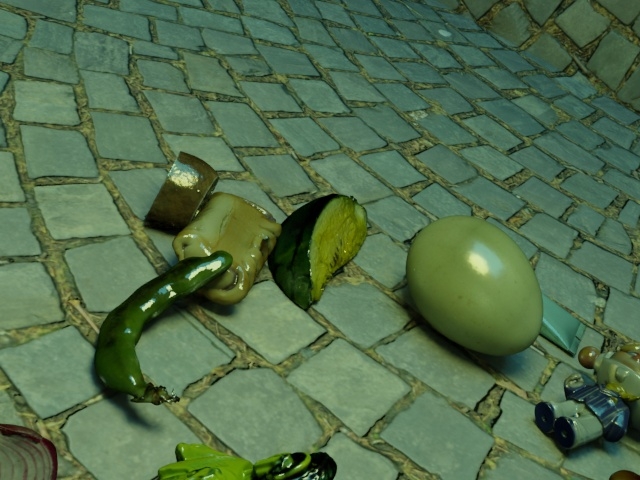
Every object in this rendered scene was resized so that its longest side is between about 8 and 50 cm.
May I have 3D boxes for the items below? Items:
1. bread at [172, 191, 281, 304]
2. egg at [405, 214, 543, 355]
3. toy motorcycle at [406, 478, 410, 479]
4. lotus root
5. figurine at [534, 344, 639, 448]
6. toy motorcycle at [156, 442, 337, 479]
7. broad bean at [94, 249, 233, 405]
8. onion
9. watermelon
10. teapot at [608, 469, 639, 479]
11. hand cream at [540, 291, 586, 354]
[{"bbox_3d":[-0.144,0.010,1.403,0.134,0.081,0.225,35,34,-3],"label":"bread"},{"bbox_3d":[0.247,0.073,1.467,0.188,0.188,0.254,-18,57,-47],"label":"egg"},{"bbox_3d":[0.084,0.346,1.083,0.100,0.058,0.173,15,34,-3],"label":"toy motorcycle"},{"bbox_3d":[-0.220,-0.075,1.451,0.081,0.122,0.112,29,7,-3],"label":"lotus root"},{"bbox_3d":[0.463,0.251,1.413,0.194,0.133,0.274,15,30,33],"label":"figurine"},{"bbox_3d":[-0.149,0.297,0.902,0.342,0.206,0.142,-29,90,-41],"label":"toy motorcycle"},{"bbox_3d":[-0.214,0.108,1.211,0.144,0.049,0.292,2,38,12],"label":"broad bean"},{"bbox_3d":[-0.373,0.243,0.905,0.206,0.151,0.098,12,-2,-38],"label":"onion"},{"bbox_3d":[0.000,0.000,1.533,0.129,0.123,0.301,57,32,-8],"label":"watermelon"},{"bbox_3d":[0.427,0.377,1.250,0.098,0.078,0.129,47,17,-58],"label":"teapot"},{"bbox_3d":[0.333,0.087,1.640,0.312,0.070,0.111,39,32,9],"label":"hand cream"}]
